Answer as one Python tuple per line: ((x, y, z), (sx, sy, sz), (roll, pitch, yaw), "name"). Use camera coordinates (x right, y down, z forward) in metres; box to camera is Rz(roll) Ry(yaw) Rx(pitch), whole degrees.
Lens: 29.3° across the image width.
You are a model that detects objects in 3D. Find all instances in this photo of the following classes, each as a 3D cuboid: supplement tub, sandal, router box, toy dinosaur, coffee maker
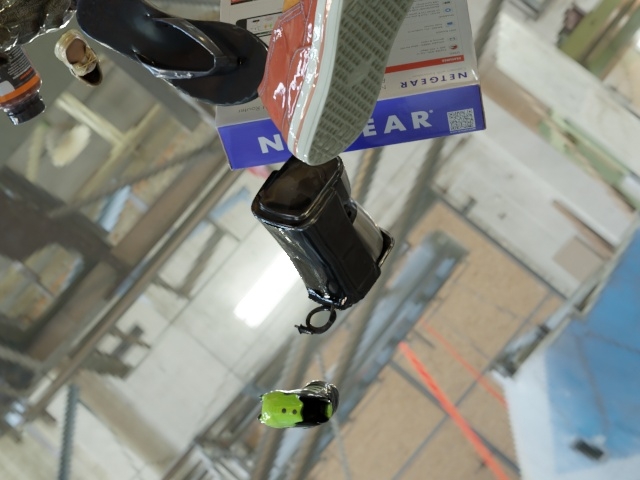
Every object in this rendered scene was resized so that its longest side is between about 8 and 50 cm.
((-0.562, -0.305, 2.161), (0.106, 0.198, 0.106), (-21, 27, 11), "supplement tub")
((-0.173, -0.223, 1.417), (0.054, 0.254, 0.097), (-35, -34, -73), "sandal")
((0.033, -0.249, 1.615), (0.082, 0.335, 0.301), (73, -168, -48), "router box")
((-0.404, -0.315, 1.682), (0.313, 0.121, 0.160), (-39, 4, -14), "toy dinosaur")
((0.000, 0.000, 1.523), (0.178, 0.120, 0.171), (54, -140, -47), "coffee maker")

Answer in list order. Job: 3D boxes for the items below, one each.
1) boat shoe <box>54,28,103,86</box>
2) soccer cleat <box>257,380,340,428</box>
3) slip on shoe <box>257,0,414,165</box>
((-0.338, -0.258, 1.741), (0.050, 0.045, 0.135), (-50, -11, -5), "boat shoe")
((-0.009, 0.209, 1.520), (0.179, 0.072, 0.060), (4, -91, -63), "soccer cleat")
((0.015, -0.206, 1.031), (0.123, 0.101, 0.331), (-29, -26, -34), "slip on shoe")
